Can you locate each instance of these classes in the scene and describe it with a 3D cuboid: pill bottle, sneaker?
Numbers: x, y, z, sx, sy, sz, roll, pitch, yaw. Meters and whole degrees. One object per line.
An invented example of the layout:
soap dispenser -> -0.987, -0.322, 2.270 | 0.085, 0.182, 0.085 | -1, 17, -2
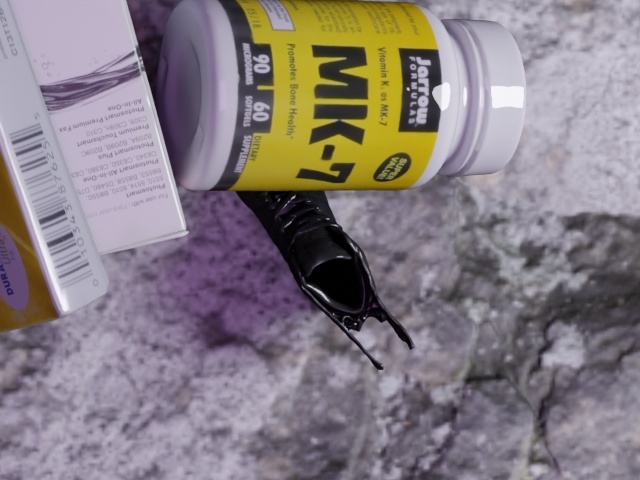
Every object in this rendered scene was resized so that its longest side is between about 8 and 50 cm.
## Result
pill bottle -> 0.013, -0.090, 1.220 | 0.208, 0.119, 0.119 | -1, 97, -22
sneaker -> -0.002, 0.001, 1.256 | 0.051, 0.089, 0.170 | -33, 100, -3

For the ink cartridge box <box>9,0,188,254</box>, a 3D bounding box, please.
ink cartridge box -> -0.151, -0.096, 1.192 | 0.086, 0.148, 0.203 | -15, 98, -8

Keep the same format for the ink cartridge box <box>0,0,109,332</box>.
ink cartridge box -> -0.306, -0.073, 1.138 | 0.307, 0.072, 0.303 | -15, 99, 24
